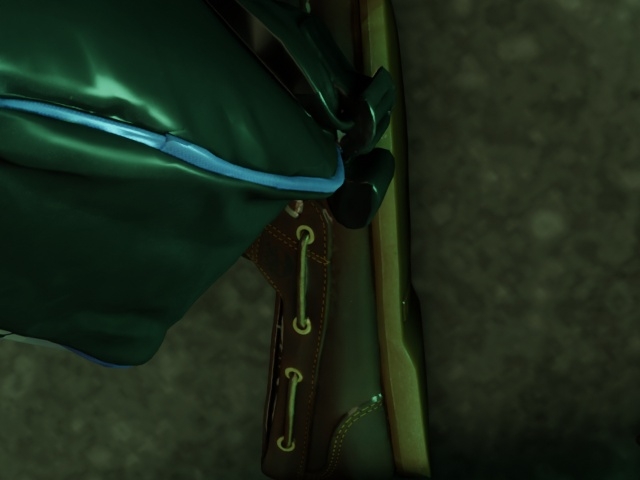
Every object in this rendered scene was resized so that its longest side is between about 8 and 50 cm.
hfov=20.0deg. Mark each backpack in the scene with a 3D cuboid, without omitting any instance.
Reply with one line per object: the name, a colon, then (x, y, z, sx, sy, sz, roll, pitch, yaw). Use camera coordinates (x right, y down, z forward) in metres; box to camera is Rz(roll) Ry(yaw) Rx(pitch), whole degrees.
backpack: (-0.147, -0.089, 0.556, 0.213, 0.276, 0.263, -34, 63, 19)

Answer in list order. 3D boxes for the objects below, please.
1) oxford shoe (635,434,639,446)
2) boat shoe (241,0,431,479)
oxford shoe: (0.179, -0.001, 0.611, 0.098, 0.097, 0.271, 32, 125, 23)
boat shoe: (0.000, 0.000, 0.664, 0.073, 0.073, 0.207, -2, 110, 6)
